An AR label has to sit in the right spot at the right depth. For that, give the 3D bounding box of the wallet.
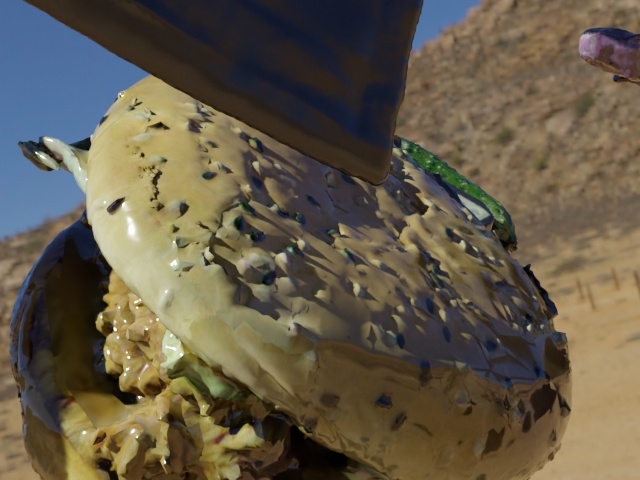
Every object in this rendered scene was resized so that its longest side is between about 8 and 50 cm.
[{"bbox_3d":[-0.044,-0.206,0.561,0.247,0.322,0.041,27,-34,-26],"label":"wallet"}]

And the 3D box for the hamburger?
[{"bbox_3d":[-0.033,0.047,0.730,0.277,0.318,0.195,0,-47,-53],"label":"hamburger"}]

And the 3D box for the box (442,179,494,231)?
[{"bbox_3d":[0.000,0.000,1.220,0.211,0.058,0.350,33,36,26],"label":"box"}]

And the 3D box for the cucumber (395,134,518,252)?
[{"bbox_3d":[0.128,-0.051,1.396,0.069,0.227,0.069,-39,-31,-29],"label":"cucumber"}]

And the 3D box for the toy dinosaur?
[{"bbox_3d":[0.311,-0.096,0.893,0.251,0.072,0.200,32,15,18],"label":"toy dinosaur"}]
